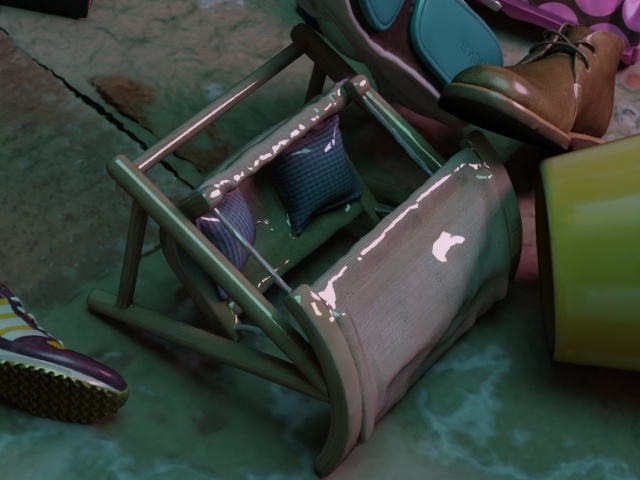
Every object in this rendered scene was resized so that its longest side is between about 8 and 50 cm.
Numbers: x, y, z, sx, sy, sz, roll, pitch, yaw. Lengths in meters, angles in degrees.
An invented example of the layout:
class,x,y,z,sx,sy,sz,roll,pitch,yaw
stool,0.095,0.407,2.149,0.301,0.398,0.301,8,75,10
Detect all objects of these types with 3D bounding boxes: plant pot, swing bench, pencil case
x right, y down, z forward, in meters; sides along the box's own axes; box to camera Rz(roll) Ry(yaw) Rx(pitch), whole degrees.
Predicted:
class,x,y,z,sx,sy,sz,roll,pitch,yaw
plant pot,0.297,0.010,1.344,0.239,0.254,0.254,-5,47,3
swing bench,0.000,0.000,1.313,0.255,0.165,0.253,33,47,17
pencil case,0.233,-0.242,1.648,0.209,0.095,0.098,21,49,3

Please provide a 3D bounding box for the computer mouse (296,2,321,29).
class,x,y,z,sx,sy,sz,roll,pitch,yaw
computer mouse,0.113,-0.291,1.581,0.188,0.072,0.272,33,84,21

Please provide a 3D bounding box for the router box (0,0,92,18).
class,x,y,z,sx,sy,sz,roll,pitch,yaw
router box,-0.347,-0.343,1.600,0.309,0.081,0.243,10,47,-5

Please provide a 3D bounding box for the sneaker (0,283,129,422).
class,x,y,z,sx,sy,sz,roll,pitch,yaw
sneaker,-0.226,0.073,1.253,0.185,0.069,0.084,16,51,-1

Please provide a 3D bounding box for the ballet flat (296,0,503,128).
class,x,y,z,sx,sy,sz,roll,pitch,yaw
ballet flat,0.032,-0.210,1.371,0.139,0.400,0.139,-10,62,19

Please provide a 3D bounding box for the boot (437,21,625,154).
class,x,y,z,sx,sy,sz,roll,pitch,yaw
boot,0.184,-0.136,1.413,0.112,0.115,0.305,25,10,20
